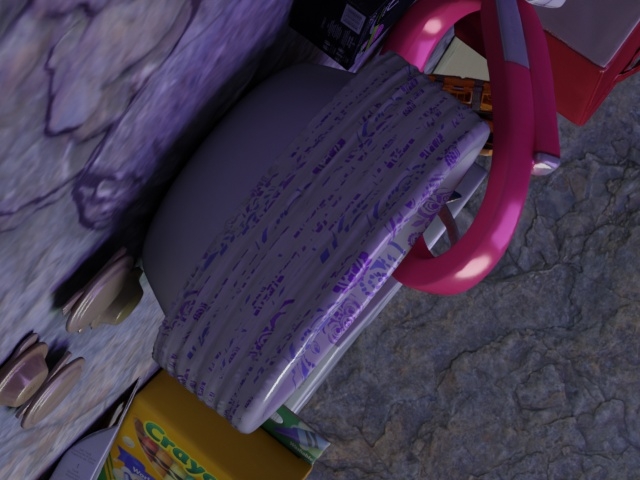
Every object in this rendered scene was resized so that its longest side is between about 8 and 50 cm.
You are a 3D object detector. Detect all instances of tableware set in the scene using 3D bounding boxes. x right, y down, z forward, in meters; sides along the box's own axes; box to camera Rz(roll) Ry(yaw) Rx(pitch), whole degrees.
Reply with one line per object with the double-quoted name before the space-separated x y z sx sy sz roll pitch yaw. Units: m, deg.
"tableware set" -0.170 0.068 0.760 0.141 0.020 0.169 -50 173 -9

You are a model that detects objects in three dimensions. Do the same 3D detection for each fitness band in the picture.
"fitness band" 0.115 -0.096 0.963 0.209 0.054 0.291 -36 -132 51

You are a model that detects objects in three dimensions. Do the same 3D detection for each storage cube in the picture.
"storage cube" 0.271 -0.268 1.188 0.184 0.215 0.193 -51 168 -4

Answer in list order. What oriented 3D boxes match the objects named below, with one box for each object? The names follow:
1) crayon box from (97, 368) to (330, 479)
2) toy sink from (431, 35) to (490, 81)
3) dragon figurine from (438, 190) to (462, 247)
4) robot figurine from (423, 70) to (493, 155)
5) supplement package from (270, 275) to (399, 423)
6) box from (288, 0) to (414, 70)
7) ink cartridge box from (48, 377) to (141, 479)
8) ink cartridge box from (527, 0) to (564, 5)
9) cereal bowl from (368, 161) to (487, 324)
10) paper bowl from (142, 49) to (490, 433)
"crayon box" -0.143 0.270 1.298 0.083 0.203 0.323 -46 171 -43
"toy sink" 0.238 -0.224 1.561 0.153 0.131 0.234 -46 173 -37
"dragon figurine" 0.082 -0.043 1.140 0.085 0.289 0.144 -53 136 -5
"robot figurine" 0.158 -0.144 1.257 0.291 0.211 0.085 -31 129 -78
"supplement package" -0.054 0.130 1.405 0.262 0.145 0.204 -55 173 32
"box" 0.029 -0.164 0.711 0.083 0.052 0.062 -49 174 -27
"ink cartridge box" -0.251 0.236 1.153 0.145 0.045 0.179 121 -8 -49
"ink cartridge box" 0.196 -0.297 0.864 0.207 0.117 0.283 -53 174 18
"cereal bowl" 0.127 -0.023 1.886 0.339 0.141 0.339 -50 174 -8
"paper bowl" -0.018 -0.012 0.808 0.284 0.148 0.284 -50 174 -7
